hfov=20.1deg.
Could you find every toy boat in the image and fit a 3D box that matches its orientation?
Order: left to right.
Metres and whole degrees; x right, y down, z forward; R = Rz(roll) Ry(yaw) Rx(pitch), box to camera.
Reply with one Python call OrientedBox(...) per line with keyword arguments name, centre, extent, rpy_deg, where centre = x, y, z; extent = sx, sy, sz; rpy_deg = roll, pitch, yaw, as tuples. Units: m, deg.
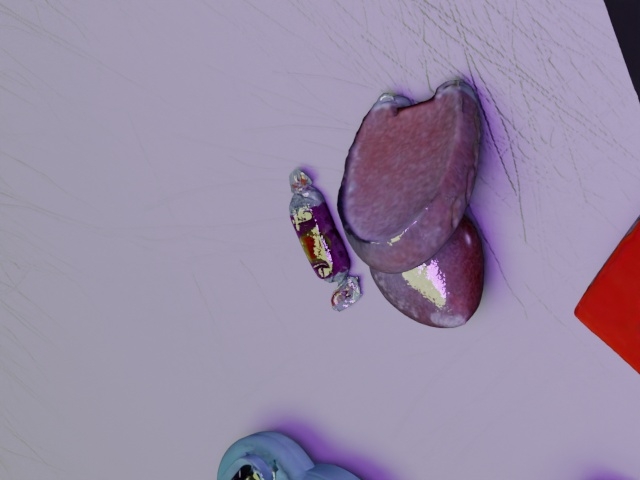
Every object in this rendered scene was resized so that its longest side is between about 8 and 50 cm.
OrientedBox(name="toy boat", centre=(0.102, -0.061, 1.917), extent=(0.155, 0.227, 0.085), rpy_deg=(-8, 142, 33))

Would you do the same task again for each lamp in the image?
OrientedBox(name="lamp", centre=(-0.013, 0.354, 2.174), extent=(0.284, 0.147, 0.209), rpy_deg=(39, 124, 4))

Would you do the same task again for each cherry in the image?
OrientedBox(name="cherry", centre=(0.143, 0.011, 1.961), extent=(0.188, 0.148, 0.115), rpy_deg=(-37, 132, 17))

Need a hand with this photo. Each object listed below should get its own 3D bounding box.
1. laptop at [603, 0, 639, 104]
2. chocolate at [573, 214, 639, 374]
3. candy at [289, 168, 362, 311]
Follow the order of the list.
OrientedBox(name="laptop", centre=(0.339, -0.233, 1.753), extent=(0.135, 0.016, 0.197), rpy_deg=(-28, 69, 38))
OrientedBox(name="chocolate", centre=(0.458, 0.047, 1.738), extent=(0.341, 0.161, 0.360), rpy_deg=(43, 126, 15))
OrientedBox(name="candy", centre=(0.000, 0.000, 2.088), extent=(0.045, 0.043, 0.175), rpy_deg=(-21, 97, 27))
